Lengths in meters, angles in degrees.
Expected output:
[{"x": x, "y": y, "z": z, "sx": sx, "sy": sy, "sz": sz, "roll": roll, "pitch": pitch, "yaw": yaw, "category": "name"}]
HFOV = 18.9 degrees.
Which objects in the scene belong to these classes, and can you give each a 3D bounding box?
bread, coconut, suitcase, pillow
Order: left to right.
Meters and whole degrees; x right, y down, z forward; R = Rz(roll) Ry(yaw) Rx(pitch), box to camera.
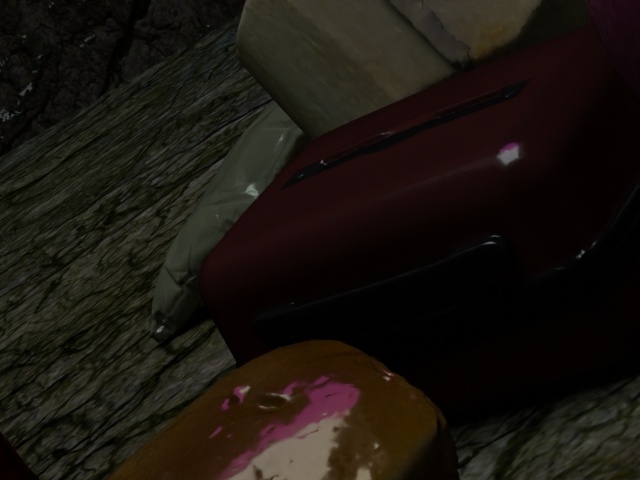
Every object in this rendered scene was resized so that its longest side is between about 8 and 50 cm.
[{"x": -0.083, "y": 0.192, "z": 0.952, "sx": 0.344, "sy": 0.148, "sz": 0.195, "roll": -35, "pitch": 14, "yaw": -12, "category": "bread"}, {"x": -0.053, "y": -0.063, "z": 1.768, "sx": 0.274, "sy": 0.076, "sz": 0.280, "roll": -49, "pitch": 7, "yaw": 23, "category": "pillow"}, {"x": 0.089, "y": -0.183, "z": 1.469, "sx": 0.323, "sy": 0.323, "sz": 0.323, "roll": -30, "pitch": 15, "yaw": 9, "category": "coconut"}, {"x": 0.089, "y": -0.001, "z": 1.218, "sx": 0.297, "sy": 0.161, "sz": 0.236, "roll": -19, "pitch": 20, "yaw": 37, "category": "suitcase"}]

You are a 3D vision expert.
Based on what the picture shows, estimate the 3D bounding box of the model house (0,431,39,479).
[{"x": -0.314, "y": 0.170, "z": 1.302, "sx": 0.196, "sy": 0.254, "sz": 0.160, "roll": -17, "pitch": 24, "yaw": 47, "category": "model house"}]

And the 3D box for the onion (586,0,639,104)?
[{"x": 0.302, "y": -0.095, "z": 0.841, "sx": 0.358, "sy": 0.344, "sz": 0.358, "roll": -13, "pitch": -13, "yaw": -3, "category": "onion"}]
